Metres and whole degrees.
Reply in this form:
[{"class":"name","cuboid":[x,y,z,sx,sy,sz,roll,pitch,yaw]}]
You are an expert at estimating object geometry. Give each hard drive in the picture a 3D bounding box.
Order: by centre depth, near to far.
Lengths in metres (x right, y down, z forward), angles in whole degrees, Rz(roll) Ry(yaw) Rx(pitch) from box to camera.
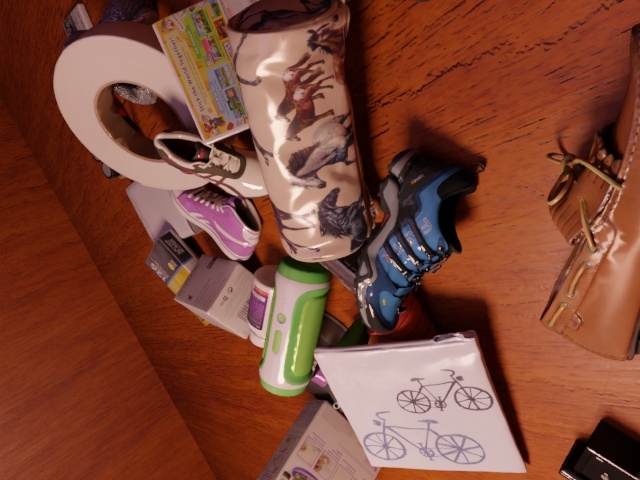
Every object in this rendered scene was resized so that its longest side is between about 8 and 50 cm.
[{"class":"hard drive","cuboid":[-0.506,-0.106,1.475,0.353,0.047,0.233,-12,106,52]}]

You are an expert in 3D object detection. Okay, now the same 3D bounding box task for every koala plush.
[{"class":"koala plush","cuboid":[-0.448,-0.464,1.048,0.221,0.203,0.196,-45,61,30]}]

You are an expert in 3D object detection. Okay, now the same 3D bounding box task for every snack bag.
[{"class":"snack bag","cuboid":[0.175,0.310,0.863,0.323,0.037,0.342,-14,114,30]}]

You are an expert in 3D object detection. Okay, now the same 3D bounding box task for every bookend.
[{"class":"bookend","cuboid":[0.445,0.312,0.640,0.156,0.072,0.157,30,135,34]}]

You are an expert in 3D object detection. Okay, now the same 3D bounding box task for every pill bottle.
[{"class":"pill bottle","cuboid":[-0.124,0.167,1.140,0.108,0.108,0.193,32,123,31]}]

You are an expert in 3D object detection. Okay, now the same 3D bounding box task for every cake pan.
[{"class":"cake pan","cuboid":[0.011,0.307,1.161,0.293,0.054,0.293,29,134,35]}]

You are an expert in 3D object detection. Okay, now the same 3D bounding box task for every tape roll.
[{"class":"tape roll","cuboid":[-0.381,-0.275,1.019,0.392,0.072,0.392,8,139,7]}]

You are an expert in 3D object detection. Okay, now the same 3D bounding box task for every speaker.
[{"class":"speaker","cuboid":[-0.058,0.188,1.024,0.131,0.131,0.296,24,110,38]}]

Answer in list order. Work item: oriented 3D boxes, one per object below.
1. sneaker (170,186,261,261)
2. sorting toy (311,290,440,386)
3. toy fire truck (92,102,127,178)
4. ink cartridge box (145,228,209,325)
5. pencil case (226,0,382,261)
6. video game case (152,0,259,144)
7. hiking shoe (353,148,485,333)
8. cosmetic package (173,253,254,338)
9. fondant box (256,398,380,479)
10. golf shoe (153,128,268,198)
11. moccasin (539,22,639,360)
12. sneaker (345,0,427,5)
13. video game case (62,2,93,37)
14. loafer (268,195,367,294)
[{"class":"sneaker","cuboid":[-0.254,-0.092,1.157,0.282,0.102,0.161,40,138,7]},{"class":"sorting toy","cuboid":[0.113,0.227,0.935,0.126,0.127,0.365,33,132,-4]},{"class":"toy fire truck","cuboid":[-0.611,-0.326,1.371,0.246,0.158,0.217,-34,87,42]},{"class":"ink cartridge box","cuboid":[-0.445,0.144,1.526,0.303,0.072,0.307,47,141,-4]},{"class":"pencil case","cuboid":[-0.012,-0.163,0.712,0.160,0.184,0.410,-99,-3,-52]},{"class":"video game case","cuboid":[-0.160,-0.315,0.827,0.206,0.026,0.227,-20,104,9]},{"class":"hiking shoe","cuboid":[0.140,0.019,0.704,0.132,0.113,0.304,22,112,31]},{"class":"cosmetic package","cuboid":[-0.258,0.146,1.236,0.184,0.151,0.151,8,151,45]},{"class":"fondant box","cuboid":[-0.016,0.595,1.119,0.238,0.330,0.096,47,147,-12]},{"class":"golf shoe","cuboid":[-0.205,-0.153,0.938,0.120,0.273,0.105,-127,53,-85]},{"class":"moccasin","cuboid":[0.312,-0.036,0.508,0.147,0.139,0.380,16,136,32]},{"class":"sneaker","cuboid":[0.064,-0.354,0.613,0.228,0.086,0.132,57,150,20]},{"class":"video game case","cuboid":[-0.699,-0.581,1.381,0.173,0.022,0.190,3,118,48]},{"class":"loafer","cuboid":[0.000,0.000,0.914,0.302,0.109,0.095,43,145,15]}]
